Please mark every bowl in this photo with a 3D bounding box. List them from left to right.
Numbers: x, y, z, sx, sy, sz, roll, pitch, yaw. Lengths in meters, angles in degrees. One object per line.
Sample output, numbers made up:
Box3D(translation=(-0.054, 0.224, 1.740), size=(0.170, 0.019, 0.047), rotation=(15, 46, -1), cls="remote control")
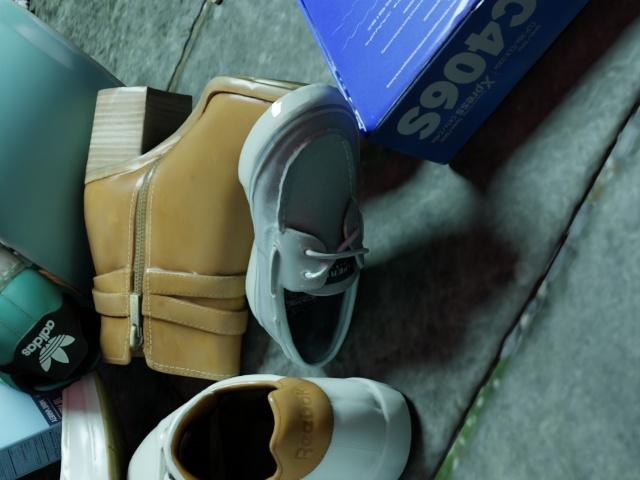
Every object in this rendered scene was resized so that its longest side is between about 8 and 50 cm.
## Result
Box3D(translation=(-0.271, -0.104, 1.092), size=(0.163, 0.311, 0.311), rotation=(-55, 37, -5), cls="bowl")

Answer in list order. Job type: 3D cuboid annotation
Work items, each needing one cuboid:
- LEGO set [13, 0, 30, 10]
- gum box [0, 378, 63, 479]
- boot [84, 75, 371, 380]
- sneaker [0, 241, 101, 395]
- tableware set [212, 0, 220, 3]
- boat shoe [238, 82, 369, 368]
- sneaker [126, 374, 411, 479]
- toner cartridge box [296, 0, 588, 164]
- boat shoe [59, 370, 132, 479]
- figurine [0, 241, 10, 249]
Box3D(translation=(-0.473, -0.231, 1.375), size=(0.192, 0.331, 0.255), rotation=(-24, 40, 45), cls="LEGO set")
Box3D(translation=(-0.324, 0.168, 1.132), size=(0.157, 0.184, 0.041), rotation=(39, 143, 52), cls="gum box")
Box3D(translation=(-0.071, -0.005, 0.926), size=(0.284, 0.109, 0.220), rotation=(1, 90, 34), cls="boot")
Box3D(translation=(-0.247, 0.078, 1.081), size=(0.108, 0.121, 0.302), rotation=(-50, 4, -6), cls="sneaker")
Box3D(translation=(-0.070, -0.311, 1.076), size=(0.128, 0.039, 0.194), rotation=(-25, 59, 46), cls="tableware set")
Box3D(translation=(-0.001, 0.001, 0.800), size=(0.081, 0.079, 0.227), rotation=(56, 156, 31), cls="boat shoe")
Box3D(translation=(-0.076, 0.138, 0.864), size=(0.290, 0.123, 0.105), rotation=(-26, 60, 47), cls="sneaker")
Box3D(translation=(0.125, -0.226, 0.763), size=(0.348, 0.075, 0.165), rotation=(-50, 45, 30), cls="toner cartridge box")
Box3D(translation=(-0.190, 0.234, 0.971), size=(0.096, 0.098, 0.277), rotation=(-12, 61, 2), cls="boat shoe")
Box3D(translation=(-0.399, 0.017, 1.360), size=(0.215, 0.092, 0.209), rotation=(-39, 45, 37), cls="figurine")
